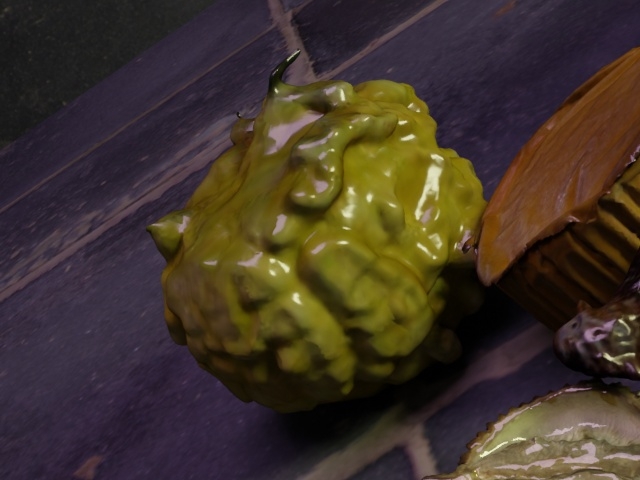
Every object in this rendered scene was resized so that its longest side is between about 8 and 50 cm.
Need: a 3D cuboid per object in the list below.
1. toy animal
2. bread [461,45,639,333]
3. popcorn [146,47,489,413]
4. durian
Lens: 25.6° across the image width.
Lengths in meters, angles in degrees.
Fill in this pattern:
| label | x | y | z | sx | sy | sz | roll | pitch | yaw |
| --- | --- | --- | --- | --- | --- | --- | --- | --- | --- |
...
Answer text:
| label | x | y | z | sx | sy | sz | roll | pitch | yaw |
| --- | --- | --- | --- | --- | --- | --- | --- | --- | --- |
| toy animal | 0.221 | 0.045 | 0.692 | 0.179 | 0.089 | 0.188 | -26 | 38 | -13 |
| bread | 0.188 | -0.028 | 0.859 | 0.199 | 0.104 | 0.199 | -49 | 11 | 13 |
| popcorn | -0.001 | -0.004 | 0.976 | 0.249 | 0.225 | 0.249 | -24 | 32 | 16 |
| durian | 0.120 | 0.131 | 0.707 | 0.140 | 0.071 | 0.110 | -9 | 36 | 21 |
